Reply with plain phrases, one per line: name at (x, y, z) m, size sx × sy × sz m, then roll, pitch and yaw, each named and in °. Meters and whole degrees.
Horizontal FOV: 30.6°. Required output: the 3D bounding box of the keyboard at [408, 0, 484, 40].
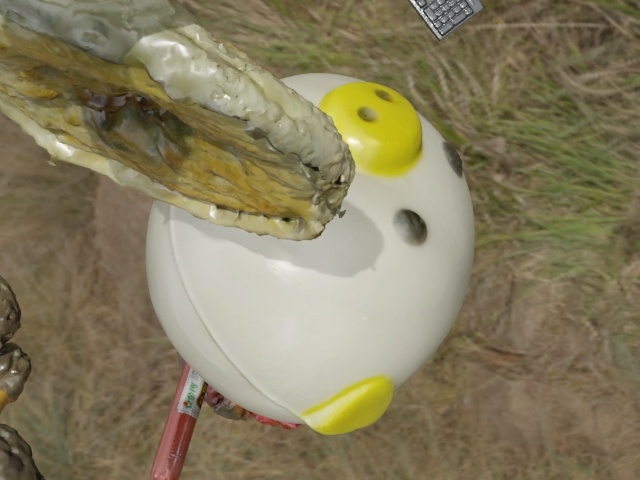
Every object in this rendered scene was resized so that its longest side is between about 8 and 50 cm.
keyboard at (0.089, -0.304, 1.215) m, size 0.064 × 0.010 × 0.198 m, roll -38°, pitch 92°, yaw -5°

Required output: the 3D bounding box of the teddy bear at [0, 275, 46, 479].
teddy bear at (-0.229, 0.119, 0.669) m, size 0.140 × 0.177 × 0.190 m, roll -40°, pitch 84°, yaw 27°

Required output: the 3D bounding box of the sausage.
sausage at (-0.135, 0.151, 1.236) m, size 0.034 × 0.034 × 0.253 m, roll -9°, pitch 54°, yaw 36°

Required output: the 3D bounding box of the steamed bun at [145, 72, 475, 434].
steamed bun at (-0.005, 0.003, 1.159) m, size 0.334 × 0.374 × 0.333 m, roll 12°, pitch 125°, yaw 18°

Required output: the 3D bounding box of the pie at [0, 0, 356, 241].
pie at (-0.105, -0.077, 0.639) m, size 0.274 × 0.274 × 0.055 m, roll 14°, pitch 71°, yaw 37°

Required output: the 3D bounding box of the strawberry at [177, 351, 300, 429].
strawberry at (-0.016, 0.076, 1.409) m, size 0.336 × 0.149 × 0.265 m, roll -27°, pitch 28°, yaw -4°
